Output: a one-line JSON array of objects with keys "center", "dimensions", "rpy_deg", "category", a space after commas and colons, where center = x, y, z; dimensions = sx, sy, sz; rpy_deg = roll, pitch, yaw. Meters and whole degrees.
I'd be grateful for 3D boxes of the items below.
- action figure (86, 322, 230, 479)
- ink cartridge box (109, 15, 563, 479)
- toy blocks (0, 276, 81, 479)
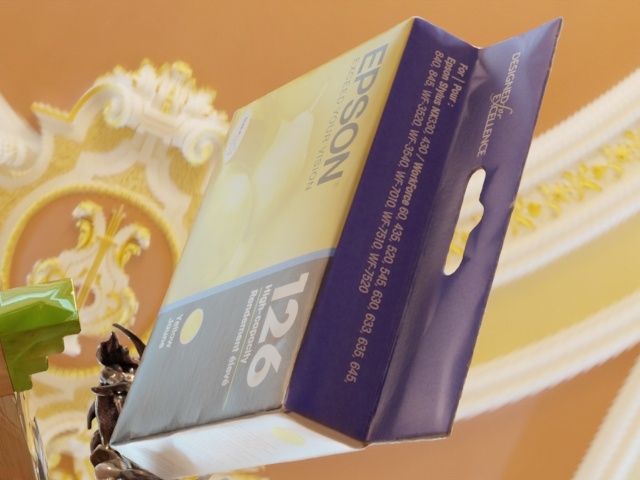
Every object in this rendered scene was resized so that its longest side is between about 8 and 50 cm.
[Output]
[{"center": [-0.134, 0.186, 1.053], "dimensions": [0.141, 0.275, 0.164], "rpy_deg": [-1, -45, -1], "category": "action figure"}, {"center": [0.000, 0.000, 0.830], "dimensions": [0.072, 0.307, 0.303], "rpy_deg": [33, -121, -24], "category": "ink cartridge box"}, {"center": [-0.333, 0.164, 0.823], "dimensions": [0.382, 0.190, 0.260], "rpy_deg": [-12, -55, -10], "category": "toy blocks"}]
